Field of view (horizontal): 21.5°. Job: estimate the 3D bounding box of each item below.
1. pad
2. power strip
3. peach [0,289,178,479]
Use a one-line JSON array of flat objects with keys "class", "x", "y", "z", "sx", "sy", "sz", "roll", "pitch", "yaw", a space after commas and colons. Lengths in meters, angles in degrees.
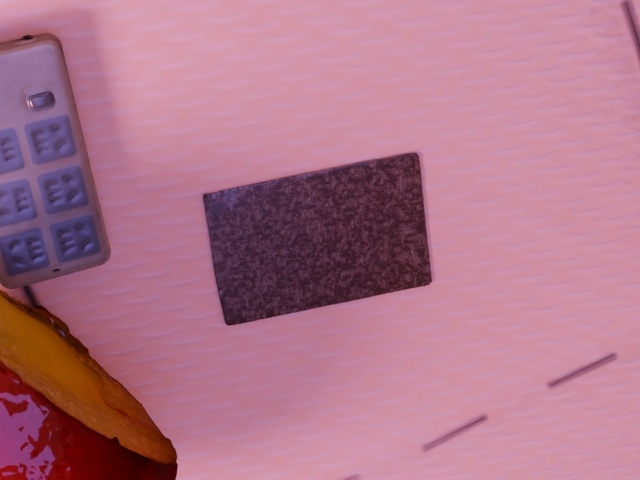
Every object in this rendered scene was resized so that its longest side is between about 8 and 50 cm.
[{"class": "pad", "x": 0.000, "y": 0.000, "z": 1.793, "sx": 0.235, "sy": 0.003, "sz": 0.158, "roll": -12, "pitch": 114, "yaw": -9}, {"class": "power strip", "x": -0.289, "y": -0.080, "z": 1.665, "sx": 0.118, "sy": 0.046, "sz": 0.270, "roll": -14, "pitch": 114, "yaw": -8}, {"class": "peach", "x": -0.287, "y": 0.176, "z": 1.647, "sx": 0.281, "sy": 0.281, "sz": 0.338, "roll": -12, "pitch": 118, "yaw": -9}]
